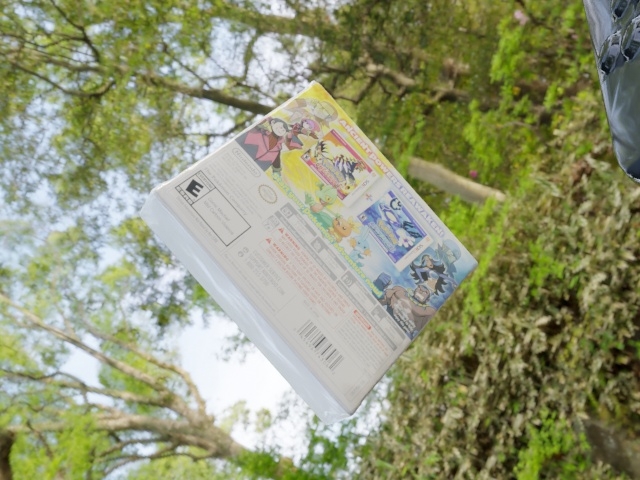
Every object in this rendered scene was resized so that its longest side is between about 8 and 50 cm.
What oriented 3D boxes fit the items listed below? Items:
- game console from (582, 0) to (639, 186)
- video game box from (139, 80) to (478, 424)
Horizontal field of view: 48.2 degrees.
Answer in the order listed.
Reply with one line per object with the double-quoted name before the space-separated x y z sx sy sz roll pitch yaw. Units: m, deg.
"game console" 0.193 -0.243 0.273 0.342 0.060 0.387 -83 3 -45
"video game box" 0.000 0.000 0.547 0.187 0.205 0.048 -41 0 -35
